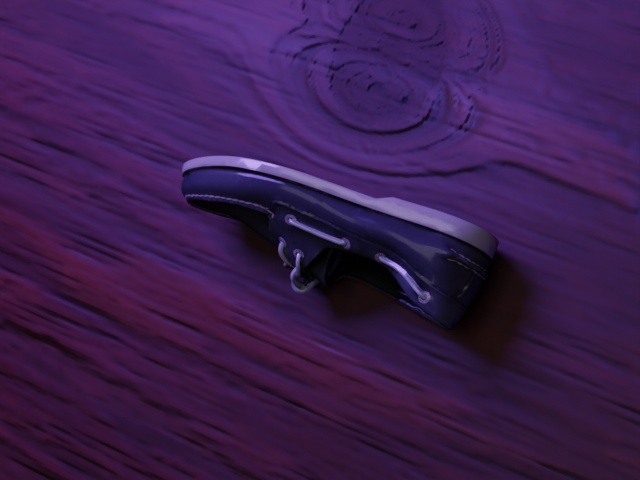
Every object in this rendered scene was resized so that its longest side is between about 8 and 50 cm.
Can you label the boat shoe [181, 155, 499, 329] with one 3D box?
[{"bbox_3d":[0.000,0.000,0.984,0.206,0.075,0.065,15,82,24],"label":"boat shoe"}]
